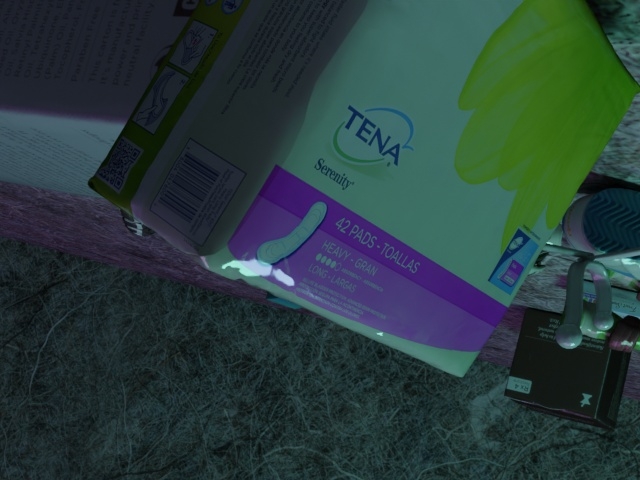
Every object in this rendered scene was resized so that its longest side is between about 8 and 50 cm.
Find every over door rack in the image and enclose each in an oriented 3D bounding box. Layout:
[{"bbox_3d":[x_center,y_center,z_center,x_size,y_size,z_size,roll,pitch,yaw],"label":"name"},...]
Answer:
[{"bbox_3d":[0.273,0.005,0.783,0.239,0.108,0.324,-14,157,28],"label":"over door rack"}]

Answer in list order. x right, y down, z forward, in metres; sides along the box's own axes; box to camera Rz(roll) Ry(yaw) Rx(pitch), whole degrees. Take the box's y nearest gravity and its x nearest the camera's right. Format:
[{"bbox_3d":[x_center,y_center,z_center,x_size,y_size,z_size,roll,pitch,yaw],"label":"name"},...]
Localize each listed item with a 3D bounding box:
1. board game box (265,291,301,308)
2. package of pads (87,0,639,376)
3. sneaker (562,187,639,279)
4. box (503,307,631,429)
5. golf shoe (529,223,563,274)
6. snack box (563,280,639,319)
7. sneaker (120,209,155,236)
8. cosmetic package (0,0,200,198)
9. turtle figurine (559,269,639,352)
[{"bbox_3d":[0.000,0.000,1.258,0.047,0.160,0.210,18,170,-14],"label":"board game box"},{"bbox_3d":[0.051,-0.064,0.567,0.101,0.229,0.296,32,-177,35],"label":"package of pads"},{"bbox_3d":[0.345,0.010,1.010,0.229,0.087,0.092,24,177,-7],"label":"sneaker"},{"bbox_3d":[0.454,0.236,1.889,0.168,0.167,0.203,12,170,27],"label":"box"},{"bbox_3d":[0.207,0.020,1.230,0.120,0.105,0.273,7,171,5],"label":"golf shoe"},{"bbox_3d":[0.424,0.094,1.495,0.141,0.037,0.100,13,172,12],"label":"snack box"},{"bbox_3d":[-0.184,-0.056,1.418,0.162,0.106,0.281,12,170,5],"label":"sneaker"},{"bbox_3d":[-0.168,-0.129,0.753,0.453,0.161,0.230,9,169,33],"label":"cosmetic package"},{"bbox_3d":[0.409,0.127,1.153,0.266,0.274,0.198,24,156,3],"label":"turtle figurine"}]
